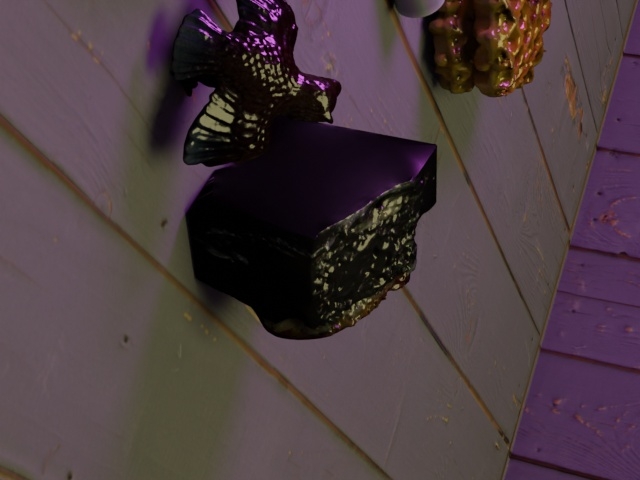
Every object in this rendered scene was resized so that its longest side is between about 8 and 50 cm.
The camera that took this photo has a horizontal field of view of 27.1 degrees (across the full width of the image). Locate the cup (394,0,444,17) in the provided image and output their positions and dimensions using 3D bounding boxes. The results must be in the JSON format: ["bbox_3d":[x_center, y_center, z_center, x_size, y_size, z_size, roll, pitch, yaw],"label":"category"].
[{"bbox_3d":[0.132,-0.391,1.900,0.116,0.074,0.104,67,16,-47],"label":"cup"}]

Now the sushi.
[{"bbox_3d":[0.000,0.001,1.567,0.227,0.215,0.212,-54,148,-47],"label":"sushi"}]

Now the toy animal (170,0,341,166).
[{"bbox_3d":[-0.065,-0.170,1.382,0.116,0.179,0.219,126,-21,-79],"label":"toy animal"}]

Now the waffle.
[{"bbox_3d":[0.284,-0.370,2.168,0.324,0.151,0.261,-26,122,-61],"label":"waffle"}]
